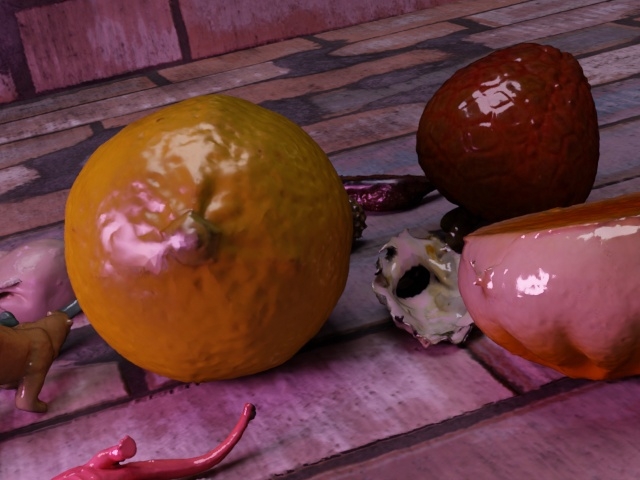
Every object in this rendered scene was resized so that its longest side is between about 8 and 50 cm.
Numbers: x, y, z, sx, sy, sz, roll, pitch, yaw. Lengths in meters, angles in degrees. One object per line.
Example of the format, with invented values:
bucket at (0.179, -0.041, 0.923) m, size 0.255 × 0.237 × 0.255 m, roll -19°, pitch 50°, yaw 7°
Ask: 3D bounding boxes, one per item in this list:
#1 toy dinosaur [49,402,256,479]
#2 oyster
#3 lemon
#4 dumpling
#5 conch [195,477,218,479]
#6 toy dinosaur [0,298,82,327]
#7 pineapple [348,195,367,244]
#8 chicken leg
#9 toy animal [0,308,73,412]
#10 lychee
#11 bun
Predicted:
toy dinosaur at (-0.201, 0.219, 1.046) m, size 0.286 × 0.070 × 0.139 m, roll -23°, pitch 1°, yaw -35°
oyster at (0.114, 0.061, 1.295) m, size 0.133 × 0.072 × 0.209 m, roll -11°, pitch 38°, yaw -21°
lemon at (-0.119, -0.002, 1.239) m, size 0.336 × 0.336 × 0.336 m, roll -9°, pitch 19°, yaw 3°
dumpling at (-0.372, 0.052, 1.502) m, size 0.199 × 0.118 × 0.136 m, roll 2°, pitch 11°, yaw -37°
conch at (-0.101, 0.233, 0.929) m, size 0.085 × 0.056 × 0.076 m, roll -28°, pitch 38°, yaw 8°
toy dinosaur at (-0.402, 0.129, 1.350) m, size 0.120 × 0.079 × 0.292 m, roll 15°, pitch 34°, yaw 41°
pineapple at (0.000, 0.000, 1.520) m, size 0.074 × 0.074 × 0.159 m, roll 2°, pitch 31°, yaw 32°
chicken leg at (0.113, -0.077, 1.701) m, size 0.253 × 0.051 × 0.106 m, roll -5°, pitch 15°, yaw 7°
toy animal at (-0.337, 0.125, 1.237) m, size 0.103 × 0.101 × 0.219 m, roll 14°, pitch 2°, yaw 26°
lychee at (0.237, -0.110, 1.476) m, size 0.255 × 0.300 × 0.255 m, roll 17°, pitch 4°, yaw -1°
bun at (0.278, 0.047, 1.089) m, size 0.299 × 0.164 × 0.299 m, roll -12°, pitch 2°, yaw 0°
